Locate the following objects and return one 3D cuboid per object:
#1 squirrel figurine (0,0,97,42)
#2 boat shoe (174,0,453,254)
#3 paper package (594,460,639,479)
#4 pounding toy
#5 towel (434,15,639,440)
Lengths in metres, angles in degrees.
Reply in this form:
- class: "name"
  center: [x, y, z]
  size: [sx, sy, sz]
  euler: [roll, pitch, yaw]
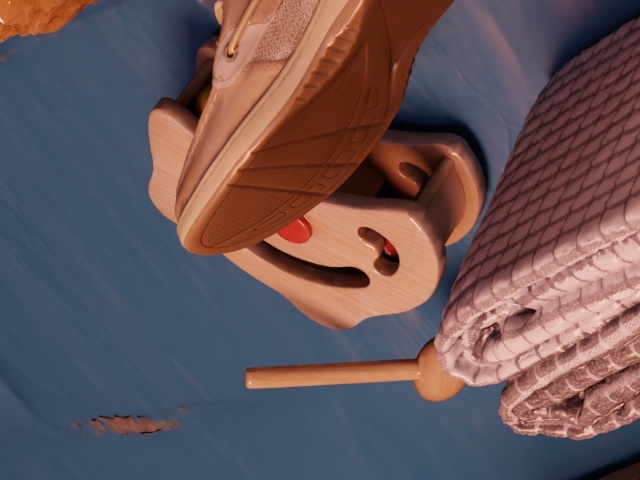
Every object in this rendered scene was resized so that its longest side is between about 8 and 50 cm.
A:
- class: "squirrel figurine"
  center: [-0.239, -0.301, 0.993]
  size: [0.370, 0.281, 0.397]
  euler: [31, 152, 31]
- class: "boat shoe"
  center: [-0.007, -0.120, 1.131]
  size: [0.098, 0.109, 0.302]
  euler: [51, 125, 28]
- class: "paper package"
  center: [0.253, 0.353, 1.316]
  size: [0.325, 0.309, 0.168]
  euler: [44, 138, -11]
- class: "pounding toy"
  center: [0.000, 0.000, 1.246]
  size: [0.269, 0.155, 0.154]
  euler: [35, 144, -2]
- class: "towel"
  center: [0.204, -0.037, 1.021]
  size: [0.121, 0.235, 0.284]
  euler: [40, 140, -14]
